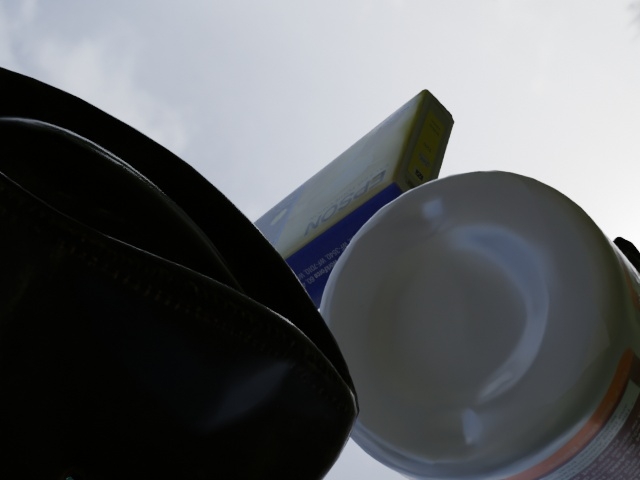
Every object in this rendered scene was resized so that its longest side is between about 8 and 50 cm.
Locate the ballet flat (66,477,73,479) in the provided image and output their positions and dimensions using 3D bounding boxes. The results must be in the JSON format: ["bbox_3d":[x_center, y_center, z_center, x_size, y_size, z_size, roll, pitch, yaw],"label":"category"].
[{"bbox_3d":[-0.304,0.239,1.428,0.080,0.232,0.073,48,-179,-17],"label":"ballet flat"}]

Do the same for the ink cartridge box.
[{"bbox_3d":[0.000,0.000,1.586,0.072,0.303,0.307,48,-151,-13],"label":"ink cartridge box"}]

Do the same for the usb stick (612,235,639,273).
[{"bbox_3d":[0.215,0.117,1.383,0.045,0.278,0.077,32,168,36],"label":"usb stick"}]

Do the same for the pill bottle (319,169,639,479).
[{"bbox_3d":[0.178,0.119,1.125,0.392,0.224,0.224,38,-154,-54],"label":"pill bottle"}]

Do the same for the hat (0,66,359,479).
[{"bbox_3d":[-0.081,0.035,0.449,0.331,0.134,0.331,45,-173,-7],"label":"hat"}]
